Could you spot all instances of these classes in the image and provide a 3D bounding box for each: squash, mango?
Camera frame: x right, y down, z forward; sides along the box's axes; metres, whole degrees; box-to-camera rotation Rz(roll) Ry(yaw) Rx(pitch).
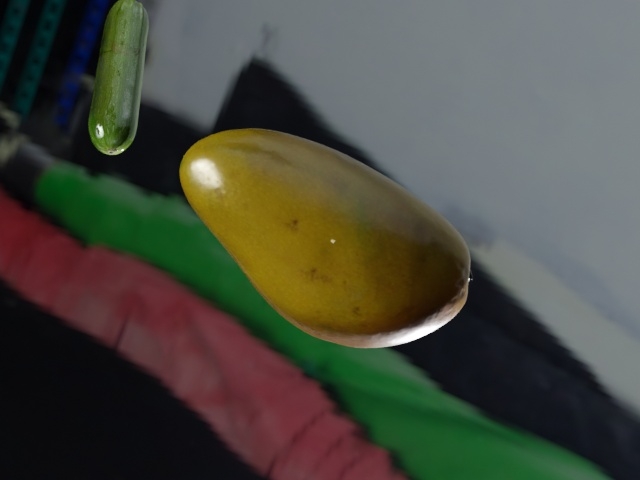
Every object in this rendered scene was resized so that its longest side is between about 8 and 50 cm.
[{"bbox_3d":[-0.260,-0.211,2.466,0.066,0.066,0.228,15,-120,-18],"label":"squash"},{"bbox_3d":[0.000,0.000,1.491,0.253,0.138,0.113,29,-165,-14],"label":"mango"}]
